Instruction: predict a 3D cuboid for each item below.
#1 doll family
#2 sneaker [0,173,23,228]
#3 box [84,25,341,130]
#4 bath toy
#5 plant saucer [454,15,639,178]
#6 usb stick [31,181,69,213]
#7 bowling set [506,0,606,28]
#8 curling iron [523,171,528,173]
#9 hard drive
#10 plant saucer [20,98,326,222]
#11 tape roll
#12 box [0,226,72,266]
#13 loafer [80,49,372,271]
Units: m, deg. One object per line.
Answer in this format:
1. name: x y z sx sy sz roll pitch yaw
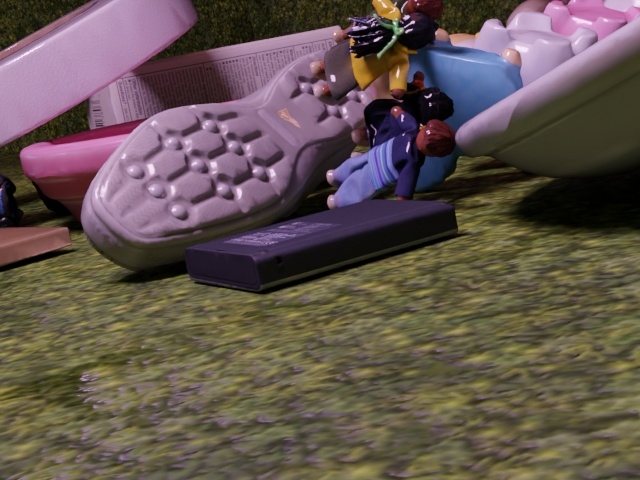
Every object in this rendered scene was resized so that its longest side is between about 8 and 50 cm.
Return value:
1. doll family: 0.050 -0.102 0.883 0.076 0.193 0.111 5 -21 -46
2. sneaker: -0.355 -0.028 1.172 0.121 0.079 0.217 -9 7 18
3. box: -0.120 -0.165 1.563 0.311 0.148 0.121 -13 8 -24
4. bath toy: 0.195 -0.135 1.052 0.348 0.129 0.151 -21 35 -41
5. plant saucer: 0.272 -0.124 0.742 0.400 0.100 0.400 -30 1 0
6. usb stick: -0.186 -0.089 1.407 0.278 0.045 0.077 -17 54 -35
7. bowling set: 0.314 -0.231 1.486 0.200 0.287 0.154 36 32 11
8. curling iron: 0.280 -0.088 0.925 0.274 0.035 0.068 -9 9 11
9. hard drive: 0.000 0.000 0.749 0.135 0.022 0.094 -16 10 -29
10. plant saucer: -0.112 -0.081 1.207 0.332 0.084 0.332 -11 10 2
11. tape roll: -0.316 -0.180 1.388 0.392 0.072 0.392 -26 16 8
12. box: -0.323 0.022 1.007 0.201 0.021 0.164 -17 11 -39
13. loafer: -0.063 -0.046 0.924 0.319 0.112 0.111 -33 -16 -53
